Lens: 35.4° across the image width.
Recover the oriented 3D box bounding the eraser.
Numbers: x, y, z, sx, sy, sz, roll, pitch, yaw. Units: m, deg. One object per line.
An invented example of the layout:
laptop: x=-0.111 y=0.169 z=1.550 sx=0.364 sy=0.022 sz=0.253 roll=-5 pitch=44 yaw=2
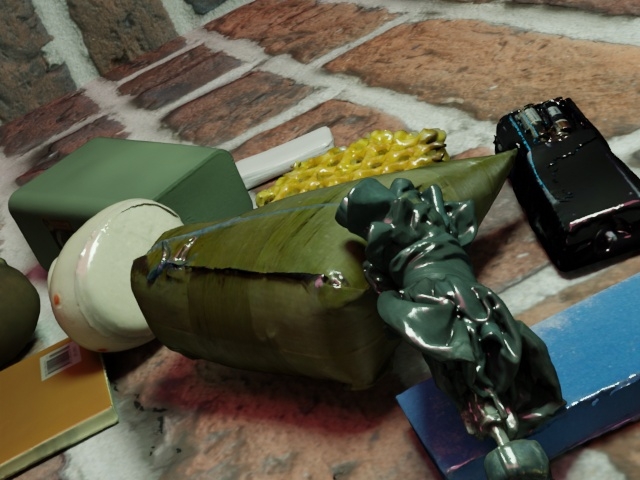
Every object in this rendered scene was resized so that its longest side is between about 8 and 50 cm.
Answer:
eraser: x=0.231 y=0.116 z=0.896 sx=0.312 sy=0.042 sz=0.144 roll=-26 pitch=24 yaw=-4

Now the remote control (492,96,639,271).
remote control: x=0.301 y=-0.089 z=1.223 sx=0.145 sy=0.062 sz=0.398 roll=-21 pitch=24 yaw=7

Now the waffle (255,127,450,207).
waffle: x=0.035 y=-0.065 z=1.417 sx=0.329 sy=0.062 sz=0.329 roll=-19 pitch=26 yaw=10

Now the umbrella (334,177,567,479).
umbrella: x=0.117 y=0.065 z=0.859 sx=0.143 sy=0.094 sz=0.348 roll=-4 pitch=40 yaw=-12

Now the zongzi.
zongzi: x=0.000 y=0.000 z=1.168 sx=0.356 sy=0.174 sz=0.393 roll=3 pitch=36 yaw=38

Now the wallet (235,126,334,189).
wallet: x=-0.066 y=-0.137 z=1.692 sx=0.190 sy=0.033 sz=0.095 roll=-22 pitch=23 yaw=4

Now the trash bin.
trash bin: x=-0.302 y=-0.054 z=1.589 sx=0.344 sy=0.158 sz=0.223 roll=4 pitch=37 yaw=46

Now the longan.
longan: x=-0.494 y=0.106 z=1.431 sx=0.189 sy=0.189 sz=0.189 roll=-20 pitch=25 yaw=10

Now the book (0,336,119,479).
book: x=-0.440 y=0.245 z=1.265 sx=0.374 sy=0.028 sz=0.262 roll=-27 pitch=25 yaw=-7

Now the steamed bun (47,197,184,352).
steamed bun: x=-0.267 y=0.052 z=1.324 sx=0.131 sy=0.177 sz=0.228 roll=-20 pitch=25 yaw=40
